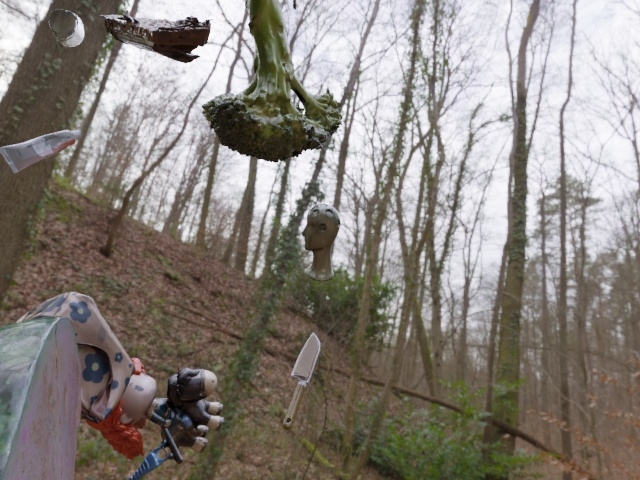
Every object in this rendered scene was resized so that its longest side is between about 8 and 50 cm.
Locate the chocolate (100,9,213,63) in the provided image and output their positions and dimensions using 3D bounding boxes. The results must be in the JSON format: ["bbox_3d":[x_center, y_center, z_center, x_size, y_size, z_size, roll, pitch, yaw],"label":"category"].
[{"bbox_3d":[-0.272,-0.334,0.720,0.102,0.065,0.329,-12,29,-32],"label":"chocolate"}]

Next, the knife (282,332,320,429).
[{"bbox_3d":[-0.045,0.312,1.023,0.046,0.256,0.022,15,-49,7],"label":"knife"}]

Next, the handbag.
[{"bbox_3d":[-0.531,0.263,0.912,0.190,0.252,0.193,-23,20,1],"label":"handbag"}]

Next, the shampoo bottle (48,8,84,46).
[{"bbox_3d":[-0.560,-0.469,0.984,0.049,0.072,0.212,37,-1,-29],"label":"shampoo bottle"}]

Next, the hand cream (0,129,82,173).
[{"bbox_3d":[-0.650,-0.221,1.049,0.052,0.216,0.038,43,-56,-7],"label":"hand cream"}]

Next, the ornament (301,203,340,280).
[{"bbox_3d":[0.000,0.000,0.933,0.081,0.156,0.075,-2,25,-10],"label":"ornament"}]

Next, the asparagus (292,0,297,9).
[{"bbox_3d":[-0.066,-0.631,1.161,0.014,0.015,0.114,-5,8,-5],"label":"asparagus"}]

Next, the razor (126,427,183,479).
[{"bbox_3d":[-0.398,0.515,0.932,0.082,0.253,0.042,45,3,34],"label":"razor"}]

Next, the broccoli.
[{"bbox_3d":[-0.150,-0.383,1.099,0.274,0.353,0.397,-4,-54,26],"label":"broccoli"}]

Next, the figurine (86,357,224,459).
[{"bbox_3d":[-0.496,0.504,1.345,0.411,0.241,0.306,5,-60,-9],"label":"figurine"}]

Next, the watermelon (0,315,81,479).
[{"bbox_3d":[-0.390,0.211,0.472,0.222,0.319,0.292,-6,-45,-18],"label":"watermelon"}]
